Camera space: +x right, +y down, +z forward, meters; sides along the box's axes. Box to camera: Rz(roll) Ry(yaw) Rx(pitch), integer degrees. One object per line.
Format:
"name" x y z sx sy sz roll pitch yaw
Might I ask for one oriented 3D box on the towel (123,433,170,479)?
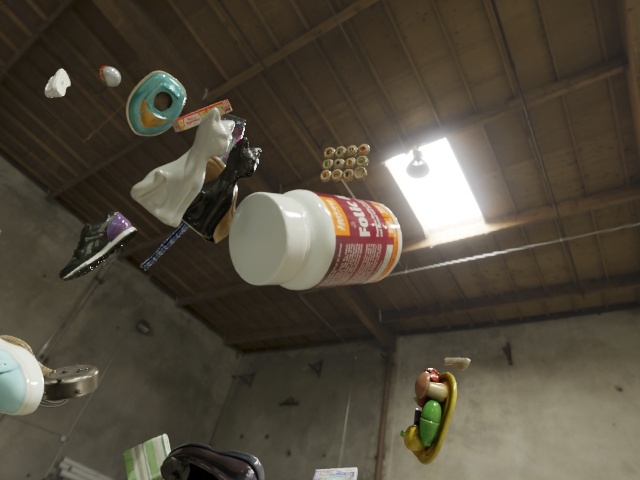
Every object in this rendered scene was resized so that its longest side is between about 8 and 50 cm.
"towel" -0.535 0.687 1.271 0.151 0.113 0.023 -24 -23 4

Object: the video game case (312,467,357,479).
"video game case" 0.023 0.468 0.775 0.087 0.011 0.122 -8 -5 8

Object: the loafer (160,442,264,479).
"loafer" -0.273 0.539 0.935 0.302 0.095 0.109 -13 -85 28

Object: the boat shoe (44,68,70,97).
"boat shoe" -1.017 -0.602 1.572 0.063 0.184 0.066 -15 -38 -5

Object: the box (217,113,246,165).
"box" -0.410 -0.373 1.664 0.142 0.248 0.163 17 -14 -13

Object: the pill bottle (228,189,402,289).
"pill bottle" 0.000 0.000 0.958 0.224 0.224 0.392 -28 -19 38

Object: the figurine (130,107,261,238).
"figurine" -0.207 -0.123 0.748 0.092 0.209 0.215 39 0 13

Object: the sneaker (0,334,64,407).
"sneaker" -0.890 0.414 1.255 0.282 0.099 0.153 38 -40 -1

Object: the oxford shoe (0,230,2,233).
"oxford shoe" -1.061 -0.083 1.241 0.096 0.098 0.271 20 -42 -2

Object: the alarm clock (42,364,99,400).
"alarm clock" -0.659 0.369 1.090 0.129 0.064 0.192 -1 -2 -10

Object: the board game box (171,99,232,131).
"board game box" -0.429 -0.446 1.467 0.146 0.193 0.045 23 -42 60

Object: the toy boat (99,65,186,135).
"toy boat" -0.683 -0.546 1.552 0.318 0.148 0.268 30 -84 -44

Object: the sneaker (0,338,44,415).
"sneaker" -0.755 0.269 0.860 0.365 0.135 0.150 21 3 21

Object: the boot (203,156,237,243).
"boot" -0.326 -0.118 1.245 0.112 0.115 0.306 16 -46 17

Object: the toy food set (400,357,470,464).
"toy food set" 0.208 0.321 0.811 0.071 0.218 0.128 22 -9 0

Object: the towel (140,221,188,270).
"towel" -0.567 -0.043 1.622 0.336 0.243 0.040 -40 -73 19

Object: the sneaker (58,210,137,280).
"sneaker" -0.787 0.014 1.404 0.124 0.283 0.107 49 -18 -5

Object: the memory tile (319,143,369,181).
"memory tile" 0.068 -0.221 1.171 0.147 0.113 0.012 1 -17 29
